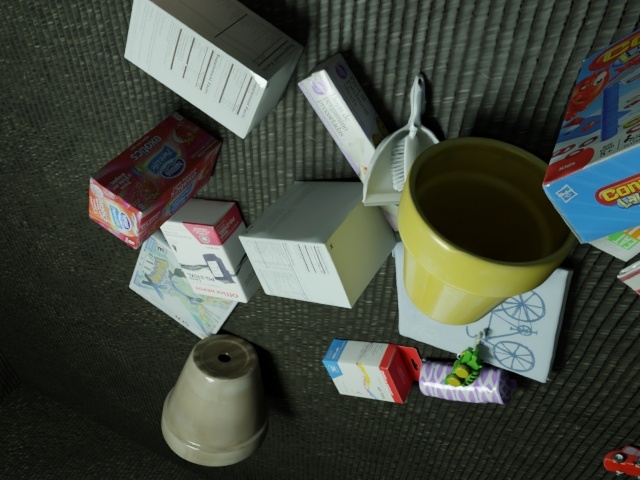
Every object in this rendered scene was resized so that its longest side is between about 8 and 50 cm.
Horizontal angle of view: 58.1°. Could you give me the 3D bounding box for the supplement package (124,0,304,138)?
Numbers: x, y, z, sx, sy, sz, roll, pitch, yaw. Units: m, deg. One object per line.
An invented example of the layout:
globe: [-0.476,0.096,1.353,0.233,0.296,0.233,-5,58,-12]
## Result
supplement package: [-0.176,-0.312,0.957,0.244,0.139,0.134,35,139,0]

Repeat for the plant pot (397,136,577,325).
plant pot: [0.237,0.006,0.917,0.254,0.254,0.239,25,145,11]

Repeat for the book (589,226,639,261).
book: [0.478,-0.036,0.878,0.096,0.035,0.144,29,139,0]

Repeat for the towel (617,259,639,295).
towel: [0.671,0.100,0.879,0.329,0.037,0.237,37,142,-1]

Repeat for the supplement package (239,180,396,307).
supplement package: [0.000,0.000,1.088,0.203,0.194,0.149,5,130,38]

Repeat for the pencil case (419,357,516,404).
pencil case: [0.322,0.318,1.294,0.206,0.086,0.088,-2,163,38]

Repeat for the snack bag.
snack bag: [0.304,0.131,1.156,0.342,0.037,0.323,14,136,27]

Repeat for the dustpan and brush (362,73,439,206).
dustpan and brush: [0.145,-0.159,0.935,0.060,0.147,0.211,-151,59,-66]

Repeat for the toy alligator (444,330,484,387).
toy alligator: [0.313,0.258,1.197,0.051,0.056,0.190,28,135,9]

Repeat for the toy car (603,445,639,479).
toy car: [0.752,0.488,1.194,0.225,0.053,0.239,41,140,-8]

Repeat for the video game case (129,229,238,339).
video game case: [-0.388,0.137,1.628,0.300,0.036,0.329,36,140,-2]

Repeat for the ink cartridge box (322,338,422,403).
ink cartridge box: [0.137,0.323,1.425,0.231,0.078,0.134,-2,129,34]

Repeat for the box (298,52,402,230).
box: [0.084,-0.159,0.992,0.063,0.067,0.324,-15,120,42]

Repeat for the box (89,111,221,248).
box: [-0.327,-0.124,1.153,0.122,0.257,0.128,35,140,2]

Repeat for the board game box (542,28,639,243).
board game box: [0.408,-0.165,0.582,0.086,0.302,0.308,47,138,-15]

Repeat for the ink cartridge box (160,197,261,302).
ink cartridge box: [-0.253,0.024,1.373,0.171,0.100,0.237,7,133,30]

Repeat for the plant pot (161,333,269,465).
plant pot: [-0.297,0.439,1.692,0.323,0.323,0.281,21,123,15]
